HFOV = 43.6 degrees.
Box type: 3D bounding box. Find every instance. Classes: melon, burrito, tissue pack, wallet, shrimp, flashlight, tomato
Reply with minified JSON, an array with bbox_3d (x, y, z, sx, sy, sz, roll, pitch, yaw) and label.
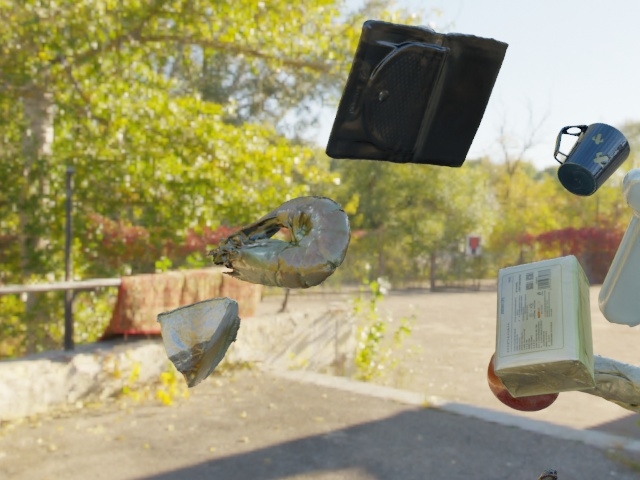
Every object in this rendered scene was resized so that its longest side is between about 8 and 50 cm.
[{"bbox_3d":[-0.219,0.161,1.360,0.139,0.203,0.093,27,31,3],"label":"melon"},{"bbox_3d":[0.670,0.322,1.764,0.076,0.117,0.392,-29,24,-31],"label":"burrito"},{"bbox_3d":[0.415,0.159,1.484,0.159,0.234,0.125,-13,-44,27],"label":"tissue pack"},{"bbox_3d":[0.169,-0.243,1.364,0.322,0.247,0.041,-1,31,-36],"label":"wallet"},{"bbox_3d":[-0.067,0.004,1.163,0.267,0.145,0.061,-9,-27,41],"label":"shrimp"},{"bbox_3d":[0.364,0.004,0.894,0.093,0.201,0.047,12,22,3],"label":"flashlight"},{"bbox_3d":[0.450,0.297,1.759,0.167,0.168,0.167,1,2,0],"label":"tomato"}]

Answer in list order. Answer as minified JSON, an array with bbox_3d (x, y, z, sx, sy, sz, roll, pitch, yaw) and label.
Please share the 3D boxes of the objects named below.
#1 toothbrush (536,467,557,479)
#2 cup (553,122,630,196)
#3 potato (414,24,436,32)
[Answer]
[{"bbox_3d":[0.329,0.540,1.585,0.040,0.041,0.364,-1,-36,-46],"label":"toothbrush"},{"bbox_3d":[0.662,-0.210,2.009,0.176,0.155,0.131,34,-27,16],"label":"cup"},{"bbox_3d":[0.229,-0.358,1.762,0.150,0.234,0.146,-21,8,-33],"label":"potato"}]
